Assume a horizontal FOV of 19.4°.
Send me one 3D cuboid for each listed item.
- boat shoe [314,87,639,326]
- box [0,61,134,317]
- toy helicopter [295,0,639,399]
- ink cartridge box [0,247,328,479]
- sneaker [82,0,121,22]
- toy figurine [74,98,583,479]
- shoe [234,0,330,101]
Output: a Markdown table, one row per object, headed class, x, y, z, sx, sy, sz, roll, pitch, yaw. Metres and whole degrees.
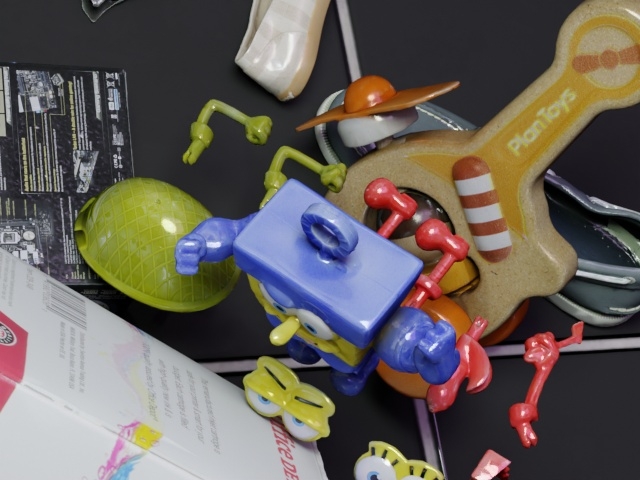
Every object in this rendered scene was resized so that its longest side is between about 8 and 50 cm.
| class | x | y | z | sx | sy | sz | roll | pitch | yaw |
| --- | --- | --- | --- | --- | --- | --- | --- | --- | --- |
| boat shoe | 0.148 | -0.043 | 1.534 | 0.319 | 0.099 | 0.116 | 31 | 62 | -6 |
| box | -0.217 | -0.036 | 1.393 | 0.147 | 0.077 | 0.180 | 1 | 68 | -22 |
| toy helicopter | 0.118 | -0.066 | 1.394 | 0.235 | 0.355 | 0.140 | 47 | 34 | 5 |
| ink cartridge box | -0.152 | 0.139 | 1.234 | 0.306 | 0.226 | 0.131 | 33 | 100 | -15 |
| sneaker | -0.128 | -0.245 | 1.539 | 0.170 | 0.051 | 0.089 | -20 | 77 | -23 |
| toy figurine | 0.000 | 0.000 | 1.235 | 0.362 | 0.217 | 0.191 | 35 | 72 | 16 |
| shoe | -0.020 | -0.221 | 1.556 | 0.058 | 0.076 | 0.219 | 22 | 63 | -18 |
